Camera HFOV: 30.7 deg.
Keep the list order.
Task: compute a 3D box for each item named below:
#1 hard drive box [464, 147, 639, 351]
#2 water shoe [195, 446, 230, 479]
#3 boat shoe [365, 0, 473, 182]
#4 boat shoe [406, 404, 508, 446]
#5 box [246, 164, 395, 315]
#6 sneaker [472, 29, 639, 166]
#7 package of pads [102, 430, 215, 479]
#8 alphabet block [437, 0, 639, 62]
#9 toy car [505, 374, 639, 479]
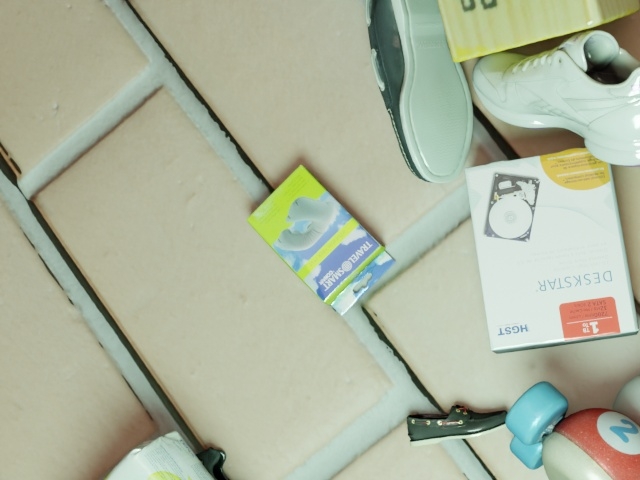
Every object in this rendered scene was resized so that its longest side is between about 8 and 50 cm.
[{"bbox_3d":[0.287,0.014,1.450,0.181,0.089,0.232,-10,80,12],"label":"hard drive box"},{"bbox_3d":[-0.109,0.359,1.496,0.080,0.073,0.203,-37,76,3],"label":"water shoe"},{"bbox_3d":[0.124,-0.216,1.522,0.114,0.091,0.303,3,78,-31],"label":"boat shoe"},{"bbox_3d":[0.173,0.228,1.464,0.133,0.049,0.042,-11,87,15],"label":"boat shoe"},{"bbox_3d":[0.000,0.000,1.541,0.109,0.042,0.178,-45,74,4],"label":"box"},{"bbox_3d":[0.303,-0.200,1.410,0.114,0.152,0.305,-31,37,-25],"label":"sneaker"},{"bbox_3d":[-0.215,0.406,1.453,0.229,0.101,0.296,49,118,14],"label":"package of pads"},{"bbox_3d":[0.253,-0.341,1.410,0.193,0.192,0.197,-10,100,34],"label":"alphabet block"},{"bbox_3d":[0.375,0.221,1.354,0.238,0.210,0.219,-42,63,-9],"label":"toy car"}]
